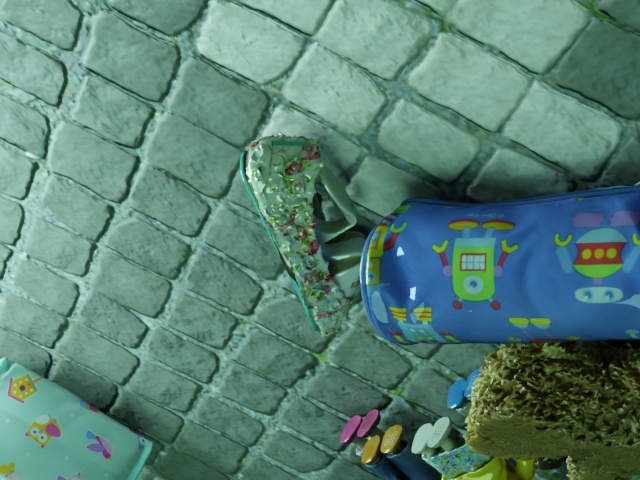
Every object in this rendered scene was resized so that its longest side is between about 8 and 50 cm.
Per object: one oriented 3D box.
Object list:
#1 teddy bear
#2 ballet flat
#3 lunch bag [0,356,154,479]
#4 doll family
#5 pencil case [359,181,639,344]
[{"bbox_3d":[0.301,0.152,1.306,0.338,0.113,0.245,4,147,14],"label":"teddy bear"},{"bbox_3d":[0.000,0.000,1.291,0.077,0.091,0.241,-13,138,10],"label":"ballet flat"},{"bbox_3d":[-0.360,0.256,1.755,0.223,0.160,0.262,35,154,-20],"label":"lunch bag"},{"bbox_3d":[0.134,0.244,1.486,0.163,0.118,0.263,40,141,-21],"label":"doll family"},{"bbox_3d":[0.181,0.018,1.173,0.306,0.119,0.133,-5,94,34],"label":"pencil case"}]
